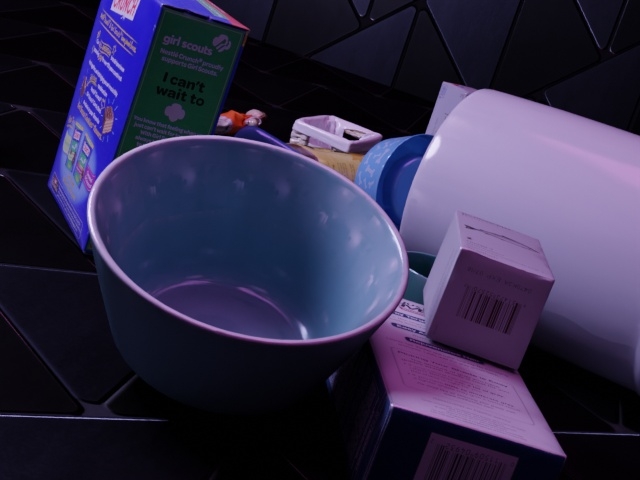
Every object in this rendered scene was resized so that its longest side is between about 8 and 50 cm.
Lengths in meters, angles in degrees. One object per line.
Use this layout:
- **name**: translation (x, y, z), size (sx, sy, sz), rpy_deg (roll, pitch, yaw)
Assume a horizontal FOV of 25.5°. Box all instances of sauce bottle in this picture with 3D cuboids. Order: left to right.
- **sauce bottle**: translation (-0.021, -0.092, 2.170), size (0.344, 0.111, 0.111), rpy_deg (8, 18, -39)

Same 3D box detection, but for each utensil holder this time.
- **utensil holder**: translation (0.343, -0.003, 1.884), size (0.385, 0.327, 0.327), rpy_deg (24, 15, 25)

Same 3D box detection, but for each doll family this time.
- **doll family**: translation (-0.188, -0.150, 2.233), size (0.263, 0.118, 0.163), rpy_deg (8, 10, 43)

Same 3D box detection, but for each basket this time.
- **basket**: translation (0.019, -0.147, 2.434), size (0.113, 0.103, 0.167), rpy_deg (23, 16, 17)

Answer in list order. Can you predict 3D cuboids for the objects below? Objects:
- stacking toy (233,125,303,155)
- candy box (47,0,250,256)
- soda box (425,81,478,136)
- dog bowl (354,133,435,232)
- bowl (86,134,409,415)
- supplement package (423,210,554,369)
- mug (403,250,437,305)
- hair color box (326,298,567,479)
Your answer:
- **stacking toy**: translation (-0.104, 0.003, 1.663), size (0.166, 0.175, 0.302), rpy_deg (35, 27, 2)
- **candy box**: translation (-0.225, -0.161, 1.766), size (0.122, 0.317, 0.268), rpy_deg (12, 17, -25)
- **soda box**: translation (0.233, -0.173, 2.561), size (0.074, 0.216, 0.069), rpy_deg (6, 19, -40)
- **dog bowl**: translation (0.166, -0.053, 2.102), size (0.297, 0.166, 0.074), rpy_deg (29, -8, -41)
- **bowl**: translation (-0.084, 0.052, 1.378), size (0.311, 0.163, 0.311), rpy_deg (12, 35, -8)
- **supplement package**: translation (0.175, 0.048, 1.503), size (0.105, 0.105, 0.179), rpy_deg (19, 13, -2)
- **mug**: translation (0.139, 0.086, 1.747), size (0.129, 0.097, 0.158), rpy_deg (20, 15, 3)
- **hair color box**: translation (0.110, 0.164, 1.414), size (0.174, 0.105, 0.347), rpy_deg (18, 15, -10)
